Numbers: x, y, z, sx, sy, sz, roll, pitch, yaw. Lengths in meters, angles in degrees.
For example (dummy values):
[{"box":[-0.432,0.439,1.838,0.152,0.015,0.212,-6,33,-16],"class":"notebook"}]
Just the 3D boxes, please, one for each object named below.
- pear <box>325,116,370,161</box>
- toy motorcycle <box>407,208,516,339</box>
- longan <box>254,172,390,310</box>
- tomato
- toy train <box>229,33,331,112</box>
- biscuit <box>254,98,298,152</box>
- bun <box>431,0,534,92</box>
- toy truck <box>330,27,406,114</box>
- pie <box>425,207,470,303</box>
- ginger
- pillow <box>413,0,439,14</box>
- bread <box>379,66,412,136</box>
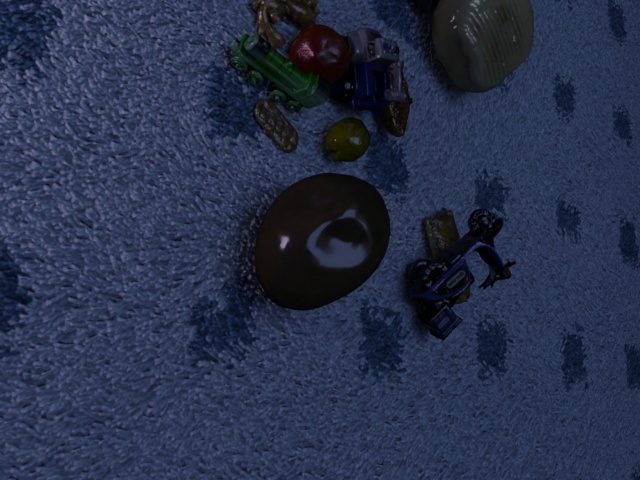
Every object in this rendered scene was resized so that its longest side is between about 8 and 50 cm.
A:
[{"box":[0.072,-0.253,1.709,0.131,0.107,0.107,-37,108,-31],"class":"pear"},{"box":[0.393,0.084,1.864,0.358,0.125,0.213,-43,106,-8],"class":"toy motorcycle"},{"box":[0.000,0.000,1.502,0.350,0.288,0.288,-42,112,-26],"class":"longan"},{"box":[0.001,-0.449,1.653,0.155,0.069,0.156,-3,104,-12],"class":"tomato"},{"box":[-0.095,-0.388,1.570,0.251,0.119,0.085,32,64,-36],"class":"toy train"},{"box":[-0.103,-0.272,1.610,0.147,0.018,0.071,49,53,-26],"class":"biscuit"},{"box":[0.480,-0.632,2.063,0.360,0.213,0.361,-15,118,-29],"class":"bun"},{"box":[0.128,-0.439,1.740,0.161,0.177,0.213,-1,85,-41],"class":"toy truck"},{"box":[0.372,0.046,1.959,0.128,0.068,0.283,-15,90,-37],"class":"pie"},{"box":[-0.083,-0.556,1.651,0.176,0.052,0.193,33,63,-40],"class":"ginger"},{"box":[0.276,-0.834,1.995,0.335,0.092,0.161,57,48,-20],"class":"pillow"},{"box":[0.195,-0.394,1.862,0.104,0.076,0.233,-3,88,-37],"class":"bread"}]
